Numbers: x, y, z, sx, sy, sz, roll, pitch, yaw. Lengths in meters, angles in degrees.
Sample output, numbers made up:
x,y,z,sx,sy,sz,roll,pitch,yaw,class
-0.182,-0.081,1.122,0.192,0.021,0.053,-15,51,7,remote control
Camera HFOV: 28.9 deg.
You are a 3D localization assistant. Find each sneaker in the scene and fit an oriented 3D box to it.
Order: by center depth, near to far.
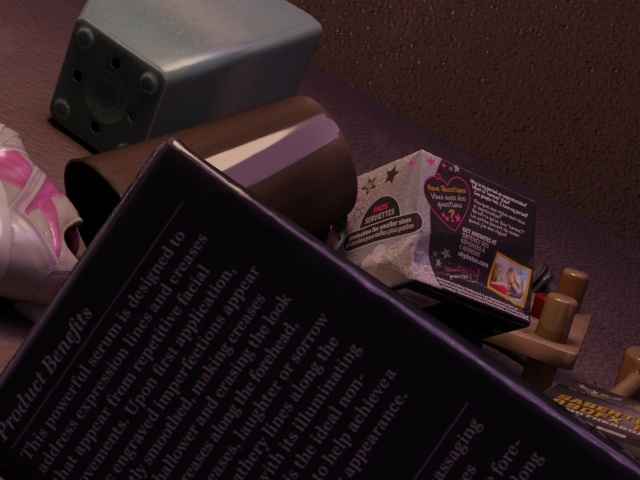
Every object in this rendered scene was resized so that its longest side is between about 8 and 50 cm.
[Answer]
x,y,z,sx,sy,sz,roll,pitch,yaw,class
-0.269,-0.016,1.080,0.111,0.103,0.252,28,21,-28,sneaker

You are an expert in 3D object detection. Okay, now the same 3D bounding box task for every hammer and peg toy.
x,y,z,sx,sy,sz,roll,pitch,yaw,class
0.248,0.096,1.497,0.361,0.127,0.266,19,12,14,hammer and peg toy

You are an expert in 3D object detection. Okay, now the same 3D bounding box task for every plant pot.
x,y,z,sx,sy,sz,roll,pitch,yaw,class
-0.195,-0.210,1.573,0.248,0.247,0.252,35,32,15,plant pot

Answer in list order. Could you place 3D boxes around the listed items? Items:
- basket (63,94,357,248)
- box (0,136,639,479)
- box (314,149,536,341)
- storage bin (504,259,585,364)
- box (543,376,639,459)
x,y,z,sx,sy,sz,roll,pitch,yaw,class
-0.093,-0.040,1.159,0.227,0.154,0.204,-25,39,-26,basket
0.038,0.151,0.770,0.395,0.212,0.293,35,0,14,box
0.073,0.024,1.263,0.163,0.142,0.247,22,-27,-32,box
0.299,0.109,1.719,0.091,0.135,0.098,43,15,2,storage bin
0.310,0.201,1.151,0.231,0.056,0.183,18,10,23,box
